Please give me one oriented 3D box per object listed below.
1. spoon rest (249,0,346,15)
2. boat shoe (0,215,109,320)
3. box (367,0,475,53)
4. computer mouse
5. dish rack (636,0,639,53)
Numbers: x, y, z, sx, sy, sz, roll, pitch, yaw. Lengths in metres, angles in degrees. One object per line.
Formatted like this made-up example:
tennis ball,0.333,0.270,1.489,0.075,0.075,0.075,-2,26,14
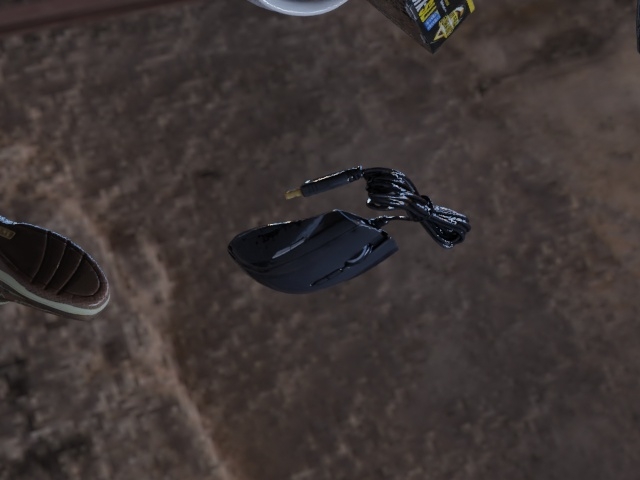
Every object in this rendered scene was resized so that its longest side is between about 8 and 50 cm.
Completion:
spoon rest,-0.086,-0.270,1.313,0.137,0.276,0.084,27,-86,62
boat shoe,-0.361,0.034,1.771,0.257,0.095,0.095,29,-44,16
box,0.009,-0.343,1.555,0.322,0.079,0.257,41,1,13
computer mouse,0.000,0.000,1.462,0.262,0.184,0.060,-11,-115,28
dish rack,0.423,-0.286,1.495,0.074,0.271,0.208,53,-18,40
